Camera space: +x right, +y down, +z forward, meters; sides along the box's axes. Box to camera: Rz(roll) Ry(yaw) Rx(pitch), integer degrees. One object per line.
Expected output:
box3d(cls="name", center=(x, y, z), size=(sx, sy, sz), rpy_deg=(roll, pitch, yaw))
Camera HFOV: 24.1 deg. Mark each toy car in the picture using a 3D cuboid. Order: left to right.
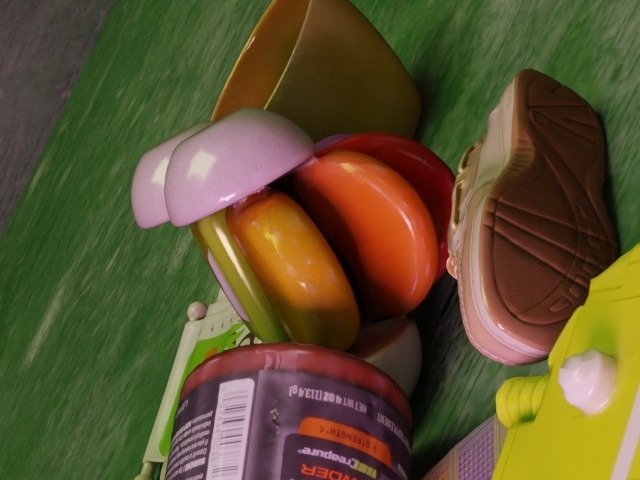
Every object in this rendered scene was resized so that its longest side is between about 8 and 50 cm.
box3d(cls="toy car", center=(0.000, 0.000, 0.744), size=(0.136, 0.159, 0.182), rpy_deg=(-32, 9, -16))

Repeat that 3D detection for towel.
box3d(cls="towel", center=(0.060, 0.103, 0.603), size=(0.083, 0.009, 0.060), rpy_deg=(-50, 21, 37))

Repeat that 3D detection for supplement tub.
box3d(cls="supplement tub", center=(-0.018, 0.147, 0.600), size=(0.106, 0.106, 0.197), rpy_deg=(-45, 31, 47))

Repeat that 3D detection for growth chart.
box3d(cls="growth chart", center=(-0.058, 0.071, 0.979), size=(0.237, 0.021, 0.172), rpy_deg=(-43, 28, 51))

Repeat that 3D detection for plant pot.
box3d(cls="plant pot", center=(0.002, -0.078, 0.884), size=(0.134, 0.095, 0.134), rpy_deg=(-54, 19, 28))

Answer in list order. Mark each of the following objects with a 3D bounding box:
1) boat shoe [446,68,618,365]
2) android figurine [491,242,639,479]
box3d(cls="boat shoe", center=(0.081, -0.002, 0.614), size=(0.059, 0.063, 0.170), rpy_deg=(-54, 10, 38))
box3d(cls="android figurine", center=(0.116, 0.071, 0.414), size=(0.273, 0.056, 0.248), rpy_deg=(-14, 53, 66))
